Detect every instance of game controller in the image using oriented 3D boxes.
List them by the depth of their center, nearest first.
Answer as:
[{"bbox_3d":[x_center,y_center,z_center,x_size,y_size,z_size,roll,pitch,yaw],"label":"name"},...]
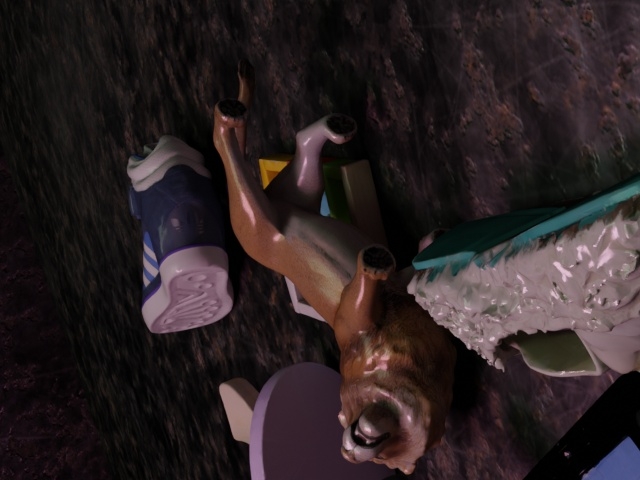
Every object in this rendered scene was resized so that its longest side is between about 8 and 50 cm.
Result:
[{"bbox_3d":[0.236,0.211,0.958,0.166,0.067,0.319,63,158,23],"label":"game controller"}]

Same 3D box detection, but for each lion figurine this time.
[{"bbox_3d":[0.009,0.025,1.257,0.392,0.142,0.240,55,151,29],"label":"lion figurine"}]

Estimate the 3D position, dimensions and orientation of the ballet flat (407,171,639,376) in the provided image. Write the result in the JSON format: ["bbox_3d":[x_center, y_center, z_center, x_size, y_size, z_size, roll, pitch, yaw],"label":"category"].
[{"bbox_3d":[0.184,0.027,0.876,0.409,0.147,0.147,155,97,-76],"label":"ballet flat"}]

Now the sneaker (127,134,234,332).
[{"bbox_3d":[-0.205,-0.018,1.833,0.323,0.130,0.236,115,144,-67],"label":"sneaker"}]

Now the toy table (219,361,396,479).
[{"bbox_3d":[-0.032,0.282,1.478,0.161,0.252,0.274,-16,79,53],"label":"toy table"}]

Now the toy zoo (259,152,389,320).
[{"bbox_3d":[0.000,0.000,1.434,0.293,0.030,0.192,14,119,66],"label":"toy zoo"}]

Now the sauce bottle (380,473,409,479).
[{"bbox_3d":[0.158,0.325,1.049,0.344,0.111,0.111,43,146,33],"label":"sauce bottle"}]
